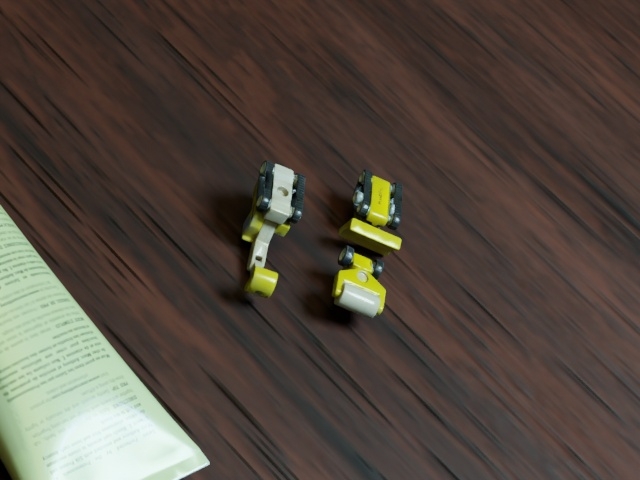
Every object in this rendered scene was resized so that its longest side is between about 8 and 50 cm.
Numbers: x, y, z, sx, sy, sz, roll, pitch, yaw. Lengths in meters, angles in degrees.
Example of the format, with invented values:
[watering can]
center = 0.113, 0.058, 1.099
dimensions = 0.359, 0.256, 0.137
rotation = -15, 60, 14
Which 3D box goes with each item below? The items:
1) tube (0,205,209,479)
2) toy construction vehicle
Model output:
[tube]
center = -0.157, 0.033, 0.940
dimensions = 0.070, 0.062, 0.240
rotation = -41, 71, 4
[toy construction vehicle]
center = 0.000, 0.000, 1.052
dimensions = 0.086, 0.035, 0.098
rotation = 20, 46, -19
